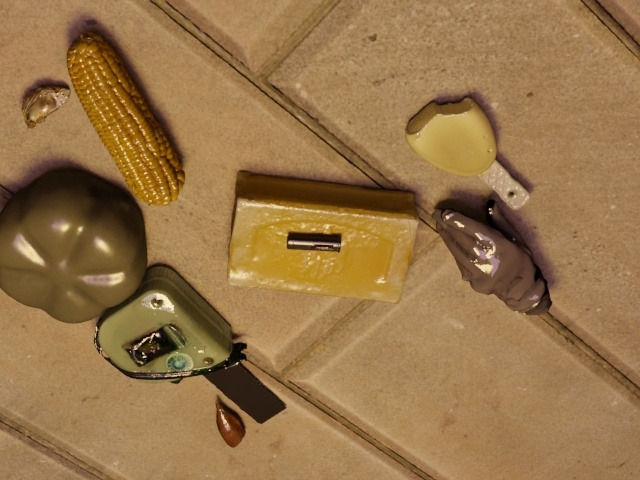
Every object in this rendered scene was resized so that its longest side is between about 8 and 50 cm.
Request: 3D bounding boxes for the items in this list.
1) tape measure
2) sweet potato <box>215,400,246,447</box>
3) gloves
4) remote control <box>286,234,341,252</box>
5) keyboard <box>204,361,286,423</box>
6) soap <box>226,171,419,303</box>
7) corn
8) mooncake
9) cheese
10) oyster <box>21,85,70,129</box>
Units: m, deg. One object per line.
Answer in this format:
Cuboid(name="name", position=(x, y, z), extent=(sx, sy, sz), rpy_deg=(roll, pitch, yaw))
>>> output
Cuboid(name="tape measure", position=(-0.285, 0.183, 1.844), extent=(0.207, 0.115, 0.235), rpy_deg=(-33, 118, 16))
Cuboid(name="sweet potato", position=(-0.183, 0.357, 1.998), extent=(0.049, 0.049, 0.117), rpy_deg=(-17, 122, 9))
Cuboid(name="gloves", position=(0.308, 0.029, 1.766), extent=(0.285, 0.119, 0.142), rpy_deg=(37, 93, -21))
Cuboid(name="remote control", position=(-0.011, 0.007, 1.688), extent=(0.091, 0.016, 0.034), rpy_deg=(2, 127, -2))
Cuboid(name="keyboard", position=(-0.154, 0.284, 1.972), extent=(0.074, 0.015, 0.196), rpy_deg=(-36, 118, 16))
Cuboid(name="soap", position=(0.000, 0.000, 1.746), extent=(0.315, 0.091, 0.199), rpy_deg=(7, 121, -7))
Cuboid(name="corn", position=(-0.311, -0.185, 1.608), extent=(0.102, 0.102, 0.313), rpy_deg=(-21, 122, 12))
Cuboid(name="mooncake", position=(-0.427, 0.019, 1.723), extent=(0.275, 0.135, 0.275), rpy_deg=(1, 126, 1))
Cuboid(name="cheese", position=(0.262, -0.138, 1.686), extent=(0.255, 0.050, 0.127), rpy_deg=(38, 113, -25))
Cuboid(name="oyster", position=(-0.444, -0.221, 1.633), extent=(0.083, 0.038, 0.080), rpy_deg=(-24, 152, -18))
